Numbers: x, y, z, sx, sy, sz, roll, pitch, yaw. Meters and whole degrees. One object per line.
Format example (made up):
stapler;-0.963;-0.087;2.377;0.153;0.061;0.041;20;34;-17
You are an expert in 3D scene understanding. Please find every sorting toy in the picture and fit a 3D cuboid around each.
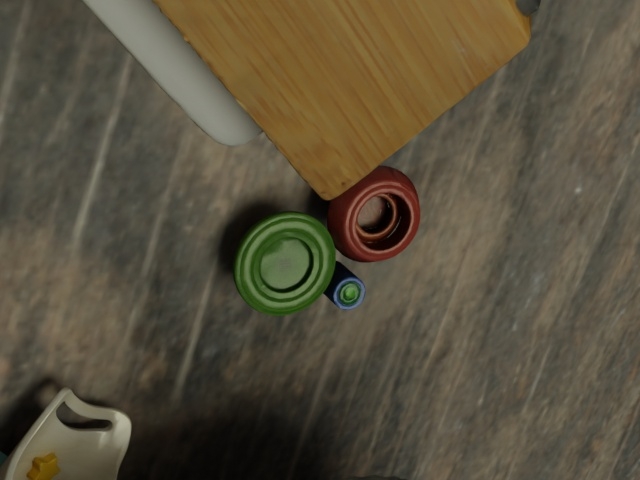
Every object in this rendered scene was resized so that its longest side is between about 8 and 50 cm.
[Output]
sorting toy;0.000;0.000;0.728;0.102;0.042;0.061;-23;116;-16
sorting toy;-0.119;0.105;0.681;0.083;0.045;0.075;36;83;-50

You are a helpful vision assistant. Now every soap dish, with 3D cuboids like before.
soap dish;-0.030;-0.185;0.429;0.291;0.118;0.229;49;37;-48

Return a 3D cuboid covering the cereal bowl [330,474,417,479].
cereal bowl;-0.049;0.235;0.726;0.339;0.141;0.339;-36;155;-20
